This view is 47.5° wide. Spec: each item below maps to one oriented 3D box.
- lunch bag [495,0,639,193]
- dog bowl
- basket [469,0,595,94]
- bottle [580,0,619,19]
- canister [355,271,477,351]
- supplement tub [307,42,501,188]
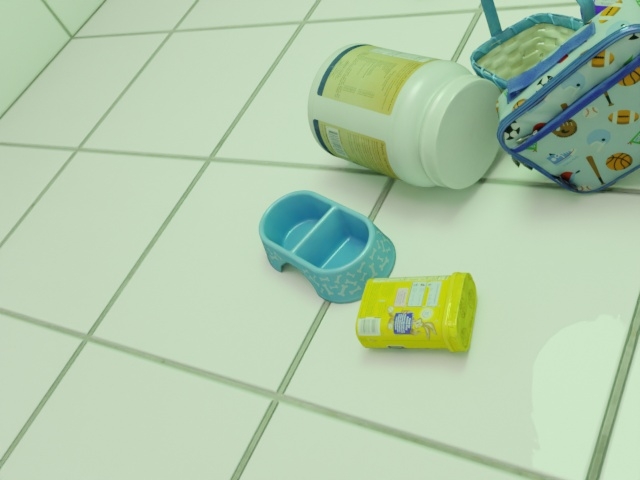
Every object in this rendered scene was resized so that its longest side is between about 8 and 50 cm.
[{"bbox_3d":[0.421,-0.206,1.107,0.303,0.243,0.115,-40,31,42],"label":"lunch bag"},{"bbox_3d":[0.000,0.000,1.336,0.166,0.074,0.297,-47,44,-15],"label":"dog bowl"},{"bbox_3d":[0.377,-0.332,1.258,0.201,0.289,0.255,-37,44,-5],"label":"basket"},{"bbox_3d":[0.632,-0.431,1.343,0.283,0.092,0.118,22,66,41],"label":"bottle"},{"bbox_3d":[0.150,0.113,1.149,0.170,0.073,0.126,-4,50,29],"label":"canister"},{"bbox_3d":[0.153,-0.229,1.339,0.316,0.228,0.228,27,68,42],"label":"supplement tub"}]
